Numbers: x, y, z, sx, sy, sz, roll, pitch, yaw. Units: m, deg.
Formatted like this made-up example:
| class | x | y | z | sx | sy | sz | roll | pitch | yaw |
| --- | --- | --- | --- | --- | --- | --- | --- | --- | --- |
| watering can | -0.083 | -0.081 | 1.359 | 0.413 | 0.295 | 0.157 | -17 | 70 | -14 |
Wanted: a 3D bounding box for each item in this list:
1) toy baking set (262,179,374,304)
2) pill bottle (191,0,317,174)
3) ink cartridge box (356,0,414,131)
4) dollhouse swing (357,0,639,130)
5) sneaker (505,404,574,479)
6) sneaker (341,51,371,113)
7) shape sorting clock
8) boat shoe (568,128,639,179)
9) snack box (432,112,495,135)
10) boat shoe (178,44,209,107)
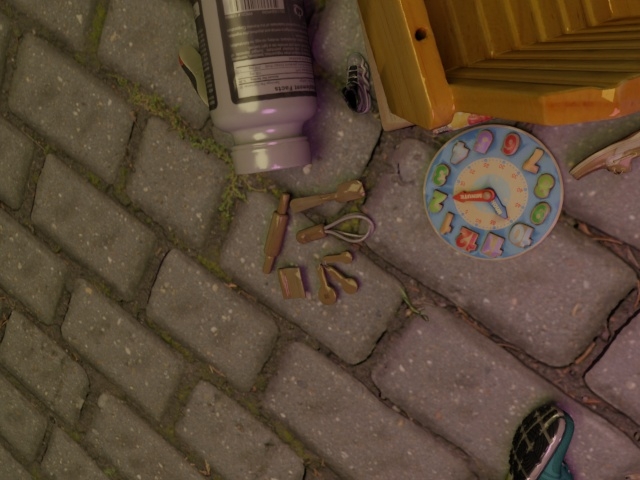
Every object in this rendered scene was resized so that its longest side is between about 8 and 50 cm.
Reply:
| class | x | y | z | sx | sy | sz | roll | pitch | yaw |
| --- | --- | --- | --- | --- | --- | --- | --- | --- | --- |
| toy baking set | -0.006 | -0.001 | 1.038 | 0.196 | 0.030 | 0.256 | 18 | 110 | 19 |
| pill bottle | -0.100 | -0.272 | 0.933 | 0.176 | 0.176 | 0.319 | -3 | 101 | 27 |
| ink cartridge box | 0.166 | -0.295 | 0.843 | 0.193 | 0.088 | 0.235 | -9 | 98 | 27 |
| dollhouse swing | 0.251 | -0.284 | 0.592 | 0.346 | 0.305 | 0.315 | -19 | 96 | -10 |
| sneaker | 0.356 | 0.382 | 0.920 | 0.110 | 0.107 | 0.275 | 8 | 111 | 5 |
| sneaker | 0.053 | -0.250 | 0.922 | 0.038 | 0.069 | 0.098 | -10 | 97 | 28 |
| shape sorting clock | 0.256 | -0.070 | 0.878 | 0.206 | 0.040 | 0.206 | 7 | 105 | 25 |
| boat shoe | 0.407 | -0.113 | 0.785 | 0.135 | 0.050 | 0.045 | -30 | 82 | 29 |
| snack box | 0.184 | -0.222 | 0.780 | 0.100 | 0.037 | 0.141 | -13 | 96 | 27 |
| boat shoe | -0.216 | -0.291 | 1.065 | 0.137 | 0.049 | 0.043 | 57 | 161 | 2 |
